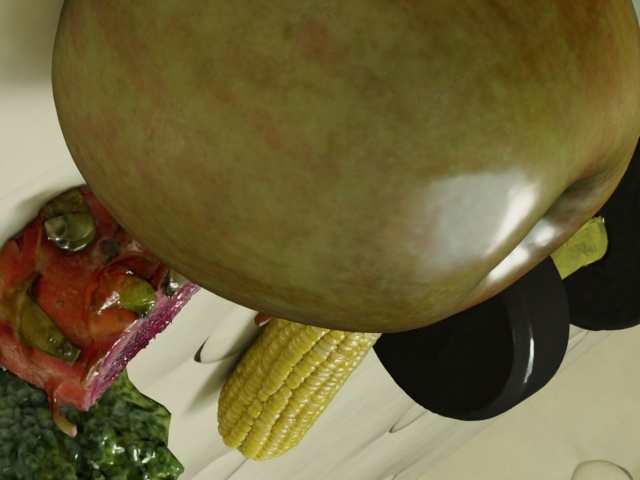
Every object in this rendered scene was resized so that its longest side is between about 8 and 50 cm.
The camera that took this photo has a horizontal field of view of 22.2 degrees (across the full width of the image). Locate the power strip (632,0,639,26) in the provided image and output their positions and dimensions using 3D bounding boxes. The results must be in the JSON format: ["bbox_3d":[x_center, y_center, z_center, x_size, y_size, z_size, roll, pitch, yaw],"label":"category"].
[{"bbox_3d":[0.229,-0.197,0.873,0.229,0.141,0.261,1,113,-42],"label":"power strip"}]

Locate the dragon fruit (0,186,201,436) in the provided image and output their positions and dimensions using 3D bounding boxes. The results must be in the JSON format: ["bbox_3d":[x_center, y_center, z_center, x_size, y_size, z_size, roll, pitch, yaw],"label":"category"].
[{"bbox_3d":[-0.133,0.026,0.953,0.147,0.102,0.096,-45,175,-17],"label":"dragon fruit"}]

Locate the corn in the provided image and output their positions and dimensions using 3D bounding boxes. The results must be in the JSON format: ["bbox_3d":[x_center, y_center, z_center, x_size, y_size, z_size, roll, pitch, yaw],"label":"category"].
[{"bbox_3d":[-0.020,0.112,1.482,0.093,0.093,0.244,-25,159,-43],"label":"corn"}]

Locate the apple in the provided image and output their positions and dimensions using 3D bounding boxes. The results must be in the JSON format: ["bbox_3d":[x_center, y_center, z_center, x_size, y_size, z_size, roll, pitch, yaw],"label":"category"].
[{"bbox_3d":[0.017,-0.074,0.756,0.257,0.234,0.257,-39,168,-9],"label":"apple"}]

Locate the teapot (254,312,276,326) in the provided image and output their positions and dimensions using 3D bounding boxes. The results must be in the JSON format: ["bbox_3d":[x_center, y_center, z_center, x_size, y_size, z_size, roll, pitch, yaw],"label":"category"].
[{"bbox_3d":[0.000,0.000,1.206,0.116,0.116,0.173,-55,-174,45],"label":"teapot"}]

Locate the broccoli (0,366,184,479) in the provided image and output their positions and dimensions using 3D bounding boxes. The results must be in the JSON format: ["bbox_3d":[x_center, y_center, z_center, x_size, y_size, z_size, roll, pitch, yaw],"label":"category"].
[{"bbox_3d":[-0.231,0.235,1.134,0.249,0.302,0.375,-4,118,-31],"label":"broccoli"}]

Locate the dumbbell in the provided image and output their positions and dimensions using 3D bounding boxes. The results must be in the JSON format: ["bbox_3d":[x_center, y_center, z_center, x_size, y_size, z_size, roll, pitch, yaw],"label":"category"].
[{"bbox_3d":[0.207,0.026,1.569,0.322,0.203,0.203,-25,159,-44],"label":"dumbbell"}]
